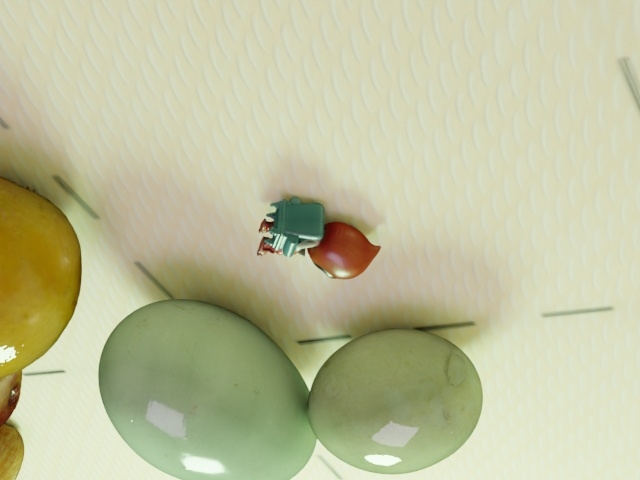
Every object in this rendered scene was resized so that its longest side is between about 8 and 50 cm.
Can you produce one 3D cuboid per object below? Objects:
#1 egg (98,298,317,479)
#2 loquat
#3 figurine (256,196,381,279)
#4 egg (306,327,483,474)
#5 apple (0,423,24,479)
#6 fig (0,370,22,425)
[{"bbox_3d":[-0.142,0.217,1.566,0.230,0.230,0.371,-13,142,33],"label":"egg"},{"bbox_3d":[-0.419,0.041,1.408,0.263,0.263,0.263,10,144,7],"label":"loquat"},{"bbox_3d":[0.000,0.000,1.364,0.140,0.068,0.075,16,142,-12],"label":"figurine"},{"bbox_3d":[0.093,0.209,1.505,0.253,0.186,0.186,-20,132,37],"label":"egg"},{"bbox_3d":[-0.591,0.382,2.037,0.146,0.131,0.146,17,137,16],"label":"apple"},{"bbox_3d":[-0.573,0.182,1.773,0.257,0.159,0.159,32,146,12],"label":"fig"}]
